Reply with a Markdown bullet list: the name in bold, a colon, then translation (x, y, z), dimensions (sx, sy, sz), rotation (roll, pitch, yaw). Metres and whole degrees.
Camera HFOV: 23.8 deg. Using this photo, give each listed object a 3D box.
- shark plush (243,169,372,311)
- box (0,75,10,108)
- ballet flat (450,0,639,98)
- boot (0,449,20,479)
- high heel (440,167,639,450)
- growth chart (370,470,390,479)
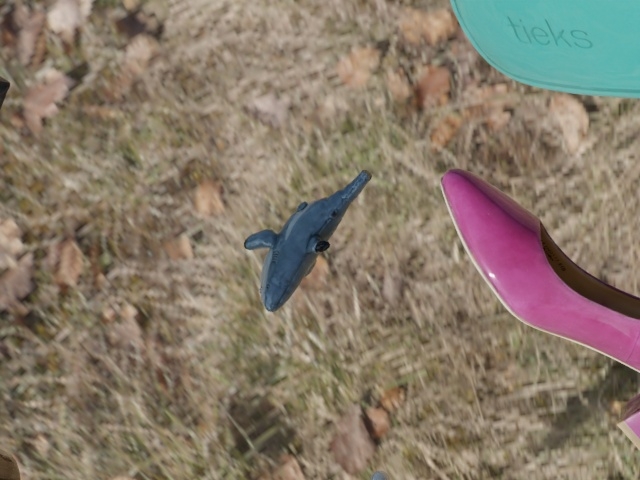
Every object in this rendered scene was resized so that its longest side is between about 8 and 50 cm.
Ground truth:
- **shark plush**: translation (0.000, 0.000, 1.470), dimensions (0.161, 0.073, 0.067), rotation (-37, 27, 13)
- **box**: translation (-0.439, -0.096, 1.384), dimensions (0.103, 0.261, 0.184), rotation (32, 106, 36)
- **ballet flat**: translation (0.214, -0.100, 0.620), dimensions (0.139, 0.139, 0.400), rotation (-48, 37, -12)
- **boot**: translation (-0.334, 0.215, 1.035), dimensions (0.305, 0.115, 0.112), rotation (-28, 68, 22)
- **high heel**: translation (0.185, 0.027, 0.932), dimensions (0.117, 0.082, 0.244), rotation (-40, 91, 21)
- **growth chart**: translation (0.039, 0.276, 1.152), dimensions (0.172, 0.021, 0.237), rotation (27, 41, 31)
